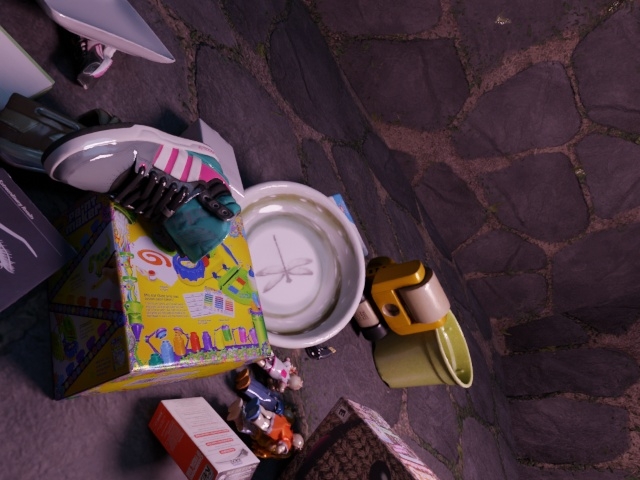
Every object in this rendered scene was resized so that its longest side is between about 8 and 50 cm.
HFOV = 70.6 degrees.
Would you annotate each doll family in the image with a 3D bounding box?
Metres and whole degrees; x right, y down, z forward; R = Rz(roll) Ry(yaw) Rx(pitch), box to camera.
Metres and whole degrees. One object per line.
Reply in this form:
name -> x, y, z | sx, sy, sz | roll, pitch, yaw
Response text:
doll family -> -0.108, 0.348, 0.927 | 0.163, 0.118, 0.263 | 47, 13, -20

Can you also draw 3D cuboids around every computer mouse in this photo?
computer mouse -> 0.020, 0.225, 1.283 | 0.262, 0.060, 0.184 | -16, 82, -63

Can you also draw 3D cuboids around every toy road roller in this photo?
toy road roller -> 0.235, 0.151, 1.428 | 0.202, 0.330, 0.240 | 59, 35, -21

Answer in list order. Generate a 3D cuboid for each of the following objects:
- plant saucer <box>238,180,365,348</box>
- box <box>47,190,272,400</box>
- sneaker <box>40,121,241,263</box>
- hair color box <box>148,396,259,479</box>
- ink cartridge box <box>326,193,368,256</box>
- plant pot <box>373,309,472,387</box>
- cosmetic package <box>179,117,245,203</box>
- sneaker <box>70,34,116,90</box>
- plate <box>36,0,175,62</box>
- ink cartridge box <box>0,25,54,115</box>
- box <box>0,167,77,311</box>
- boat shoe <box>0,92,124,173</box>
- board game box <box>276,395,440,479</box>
plant saucer -> -0.083, 0.057, 1.090 | 0.401, 0.101, 0.400 | 9, 71, -28
box -> -0.261, 0.089, 0.756 | 0.290, 0.177, 0.279 | 16, 55, -56
sneaker -> -0.217, -0.052, 0.639 | 0.178, 0.124, 0.296 | 59, 25, 10
hair color box -> -0.189, 0.326, 0.726 | 0.167, 0.053, 0.093 | 29, 4, 36
ink cartridge box -> 0.000, 0.000, 1.351 | 0.223, 0.129, 0.307 | 65, 27, -2
plant pot -> 0.327, 0.374, 1.502 | 0.276, 0.254, 0.276 | 40, 37, -39
cosmetic package -> -0.252, -0.167, 1.018 | 0.117, 0.085, 0.231 | 41, 16, -39
sneaker -> -0.463, -0.369, 0.900 | 0.077, 0.072, 0.178 | 34, 30, -35
plate -> -0.468, -0.469, 0.904 | 0.278, 0.045, 0.277 | 50, 22, 17
ink cartridge box -> -0.541, -0.251, 0.663 | 0.171, 0.056, 0.235 | 51, 33, -25
box -> -0.443, 0.028, 0.552 | 0.153, 0.108, 0.207 | 57, 28, -16
boat shoe -> -0.374, -0.165, 0.779 | 0.324, 0.123, 0.116 | 2, 110, -62
board game box -> 0.090, 0.494, 0.860 | 0.141, 0.232, 0.291 | 39, -3, -41
